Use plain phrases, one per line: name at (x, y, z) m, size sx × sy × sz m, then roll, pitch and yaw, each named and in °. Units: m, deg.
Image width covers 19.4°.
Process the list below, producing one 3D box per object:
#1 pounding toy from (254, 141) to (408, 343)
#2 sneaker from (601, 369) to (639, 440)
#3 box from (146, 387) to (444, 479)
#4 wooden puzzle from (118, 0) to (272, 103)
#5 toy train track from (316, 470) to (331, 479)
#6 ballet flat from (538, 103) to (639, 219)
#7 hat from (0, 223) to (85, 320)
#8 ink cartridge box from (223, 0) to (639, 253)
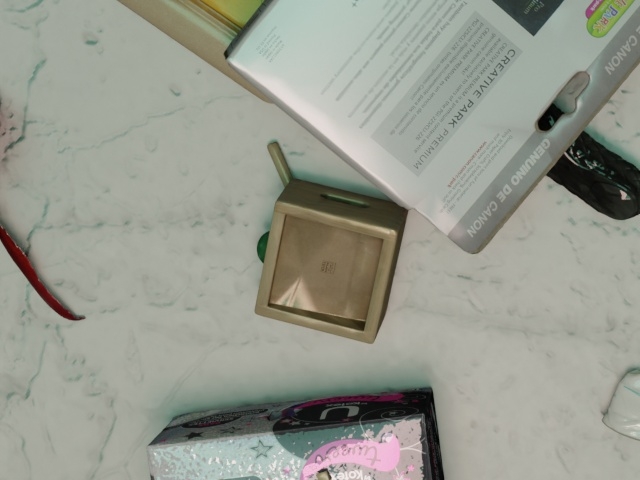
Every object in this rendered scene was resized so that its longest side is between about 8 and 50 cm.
pounding toy at (0.000, 0.000, 1.671) m, size 0.141 × 0.100 × 0.130 m, roll 14°, pitch 111°, yaw 7°
sneaker at (0.331, 0.161, 1.666) m, size 0.152 × 0.054 × 0.061 m, roll 18°, pitch 94°, yaw 4°
box at (-0.015, 0.229, 1.661) m, size 0.247 × 0.142 × 0.163 m, roll -7°, pitch 95°, yaw 6°
wooden puzzle at (-0.064, -0.275, 1.667) m, size 0.221 × 0.044 × 0.239 m, roll 35°, pitch 98°, yaw 1°
toy train track at (0.015, 0.235, 1.581) m, size 0.048 × 0.014 × 0.083 m, roll -19°, pitch 87°, yaw 13°
ballet flat at (0.220, -0.081, 1.666) m, size 0.173 × 0.049 × 0.057 m, roll 42°, pitch 125°, yaw 5°
hat at (-0.346, -0.025, 1.729) m, size 0.173 × 0.183 × 0.208 m, roll -21°, pitch 52°, yaw 0°
ink cartridge box at (0.117, -0.189, 1.598) m, size 0.272 × 0.130 × 0.309 m, roll 40°, pitch 94°, yaw -8°
